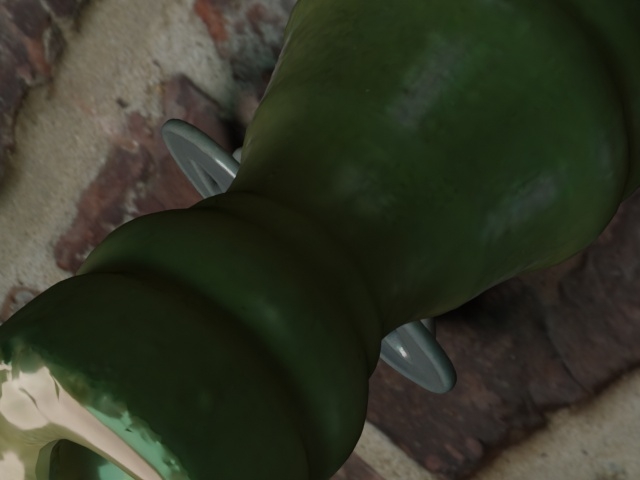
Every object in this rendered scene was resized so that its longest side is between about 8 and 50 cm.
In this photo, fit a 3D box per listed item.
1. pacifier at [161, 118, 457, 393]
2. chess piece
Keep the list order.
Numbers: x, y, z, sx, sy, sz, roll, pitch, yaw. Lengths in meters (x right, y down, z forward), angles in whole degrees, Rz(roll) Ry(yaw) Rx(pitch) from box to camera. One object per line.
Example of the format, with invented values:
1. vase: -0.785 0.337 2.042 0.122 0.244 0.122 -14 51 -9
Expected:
1. pacifier: -0.036 0.046 1.352 0.279 0.207 0.227 39 166 29
2. chess piece: 0.000 0.000 1.097 0.234 0.442 0.234 25 140 24
